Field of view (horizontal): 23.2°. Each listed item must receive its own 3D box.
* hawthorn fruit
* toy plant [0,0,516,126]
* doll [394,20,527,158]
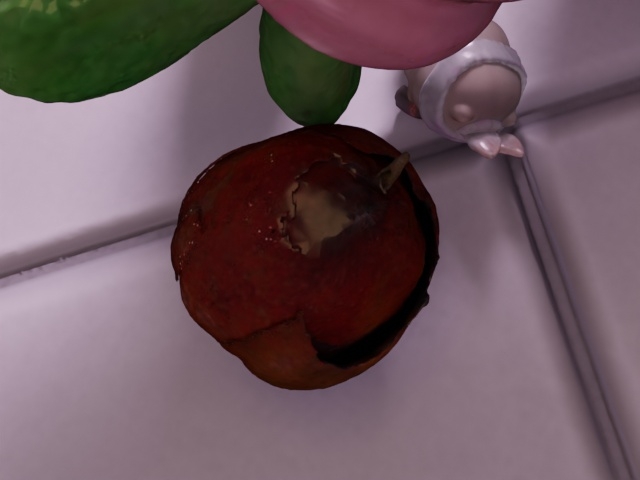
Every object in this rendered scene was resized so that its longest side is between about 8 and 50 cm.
[{"bbox_3d":[0.000,0.000,0.868,0.172,0.148,0.148,-42,64,34],"label":"hawthorn fruit"},{"bbox_3d":[0.018,-0.193,0.824,0.210,0.356,0.317,52,48,-10],"label":"toy plant"},{"bbox_3d":[0.079,-0.094,0.946,0.084,0.073,0.127,-33,60,32],"label":"doll"}]
